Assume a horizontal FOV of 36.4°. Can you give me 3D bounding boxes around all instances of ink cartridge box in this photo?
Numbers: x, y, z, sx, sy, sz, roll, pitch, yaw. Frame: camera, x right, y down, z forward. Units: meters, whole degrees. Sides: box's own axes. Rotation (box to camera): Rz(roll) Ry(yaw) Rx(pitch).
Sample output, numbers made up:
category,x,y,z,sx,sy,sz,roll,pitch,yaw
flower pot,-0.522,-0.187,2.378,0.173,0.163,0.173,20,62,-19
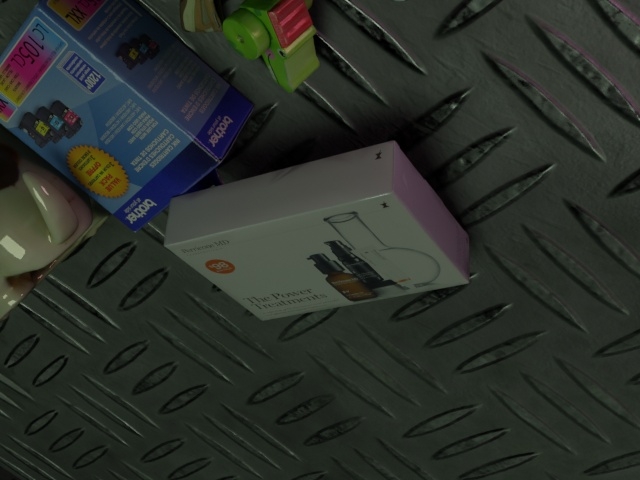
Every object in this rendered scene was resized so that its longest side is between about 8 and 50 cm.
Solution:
category,x,y,z,sx,sy,sz,roll,pitch,yaw
ink cartridge box,-0.293,-0.190,1.488,0.395,0.151,0.270,39,137,-17

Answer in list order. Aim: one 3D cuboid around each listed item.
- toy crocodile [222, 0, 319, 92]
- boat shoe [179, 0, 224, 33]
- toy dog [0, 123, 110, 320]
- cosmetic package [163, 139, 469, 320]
category,x,y,z,sx,sy,sz,roll,pitch,yaw
toy crocodile,-0.073,-0.336,1.227,0.105,0.115,0.341,24,146,41
boat shoe,-0.152,-0.360,1.312,0.072,0.068,0.190,9,147,1
toy dog,-0.587,-0.098,1.600,0.408,0.284,0.395,44,166,-6
cosmetic package,0.000,0.000,1.472,0.377,0.098,0.284,-13,145,26
